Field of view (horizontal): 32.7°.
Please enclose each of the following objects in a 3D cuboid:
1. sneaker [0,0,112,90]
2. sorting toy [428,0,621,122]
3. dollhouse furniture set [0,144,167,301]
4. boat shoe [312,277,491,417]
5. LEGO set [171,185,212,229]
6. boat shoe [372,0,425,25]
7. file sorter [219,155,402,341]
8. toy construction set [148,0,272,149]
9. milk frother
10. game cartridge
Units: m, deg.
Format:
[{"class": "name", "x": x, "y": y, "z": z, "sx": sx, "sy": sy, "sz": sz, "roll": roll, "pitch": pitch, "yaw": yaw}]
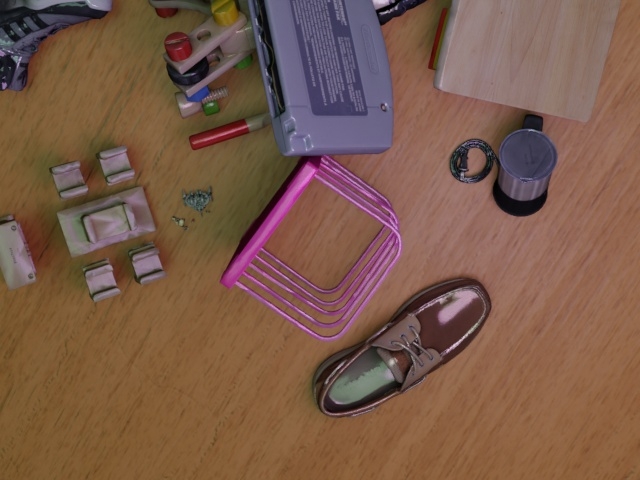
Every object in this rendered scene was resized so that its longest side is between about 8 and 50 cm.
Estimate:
[{"class": "sneaker", "x": -0.440, "y": -0.306, "z": 1.660, "sx": 0.269, "sy": 0.101, "sz": 0.153, "roll": -1, "pitch": 100, "yaw": 10}, {"class": "sorting toy", "x": 0.291, "y": -0.322, "z": 1.571, "sx": 0.255, "sy": 0.089, "sz": 0.257, "roll": 9, "pitch": 100, "yaw": -23}, {"class": "dollhouse furniture set", "x": -0.386, "y": -0.014, "z": 1.705, "sx": 0.242, "sy": 0.161, "sz": 0.212, "roll": -19, "pitch": 98, "yaw": -15}, {"class": "boat shoe", "x": 0.128, "y": 0.178, "z": 1.685, "sx": 0.324, "sy": 0.116, "sz": 0.123, "roll": -38, "pitch": 95, "yaw": 9}, {"class": "LEGO set", "x": -0.200, "y": -0.053, "z": 1.718, "sx": 0.054, "sy": 0.023, "sz": 0.083, "roll": 23, "pitch": 100, "yaw": 0}, {"class": "boat shoe", "x": 0.095, "y": -0.500, "z": 1.586, "sx": 0.158, "sy": 0.127, "sz": 0.340, "roll": -21, "pitch": 105, "yaw": 1}, {"class": "file sorter", "x": 0.000, "y": 0.000, "z": 1.581, "sx": 0.182, "sy": 0.290, "sz": 0.202, "roll": 36, "pitch": 100, "yaw": -5}, {"class": "toy construction set", "x": -0.120, "y": -0.309, "z": 1.592, "sx": 0.237, "sy": 0.257, "sz": 0.309, "roll": -17, "pitch": 118, "yaw": -6}, {"class": "milk frother", "x": 0.269, "y": -0.115, "z": 1.618, "sx": 0.143, "sy": 0.135, "sz": 0.129, "roll": -6, "pitch": 68, "yaw": 2}, {"class": "game cartridge", "x": 0.005, "y": -0.259, "z": 1.506, "sx": 0.196, "sy": 0.060, "sz": 0.294, "roll": -5, "pitch": 79, "yaw": -33}]
